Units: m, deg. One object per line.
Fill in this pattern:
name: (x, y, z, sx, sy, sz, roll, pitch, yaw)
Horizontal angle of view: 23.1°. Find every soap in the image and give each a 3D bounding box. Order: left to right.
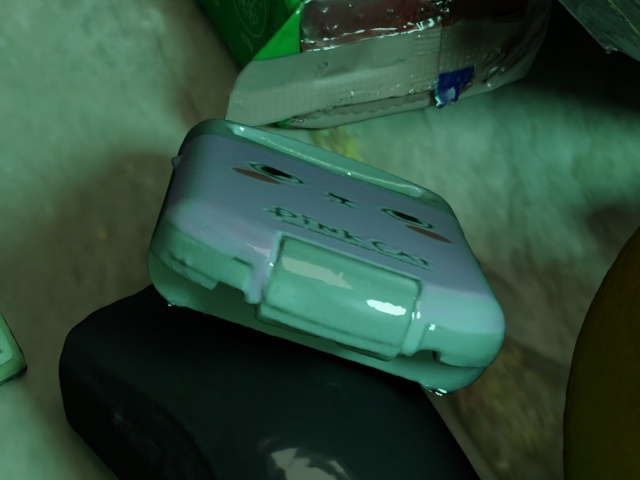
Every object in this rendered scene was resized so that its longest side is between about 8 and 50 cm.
soap: (-0.003, -0.182, 0.896, 0.217, 0.098, 0.273, -12, 46, -24)

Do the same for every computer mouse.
computer mouse: (-0.002, 0.090, 0.609, 0.147, 0.088, 0.264, -12, 44, -28)

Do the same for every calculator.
calculator: (0.000, 0.000, 0.665, 0.141, 0.045, 0.246, 19, 13, -5)

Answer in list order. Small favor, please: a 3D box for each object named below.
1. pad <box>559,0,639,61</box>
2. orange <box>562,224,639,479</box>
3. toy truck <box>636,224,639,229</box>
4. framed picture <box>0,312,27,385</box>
pad: (0.137, -0.185, 0.904, 0.247, 0.007, 0.367, 13, 34, -44)
orange: (0.198, 0.069, 0.573, 0.236, 0.236, 0.236, 6, 42, -6)
toy truck: (0.217, -0.012, 0.782, 0.123, 0.063, 0.052, -16, 49, -27)
framed picture: (-0.271, -0.031, 0.603, 0.231, 0.018, 0.293, -29, 91, -36)
